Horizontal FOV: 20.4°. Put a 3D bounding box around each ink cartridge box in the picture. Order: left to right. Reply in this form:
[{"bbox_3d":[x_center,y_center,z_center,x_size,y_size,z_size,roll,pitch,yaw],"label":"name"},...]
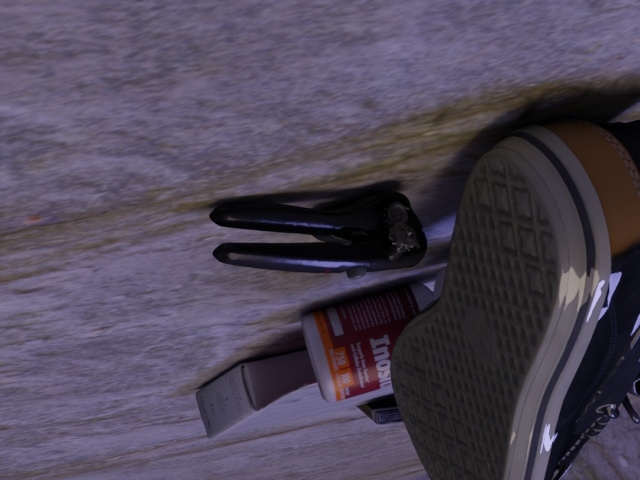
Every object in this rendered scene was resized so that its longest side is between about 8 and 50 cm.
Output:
[{"bbox_3d":[0.040,0.129,1.845,0.275,0.060,0.239,-10,166,-30],"label":"ink cartridge box"}]

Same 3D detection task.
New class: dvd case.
[{"bbox_3d":[0.121,0.178,2.045,0.165,0.018,0.221,-4,-175,-10],"label":"dvd case"}]

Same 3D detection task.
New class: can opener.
[{"bbox_3d":[0.000,0.000,1.205,0.186,0.059,0.073,-5,164,-46],"label":"can opener"}]

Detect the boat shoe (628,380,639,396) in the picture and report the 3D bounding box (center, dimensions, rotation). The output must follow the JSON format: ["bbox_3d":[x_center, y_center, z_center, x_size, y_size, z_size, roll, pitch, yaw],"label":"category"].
[{"bbox_3d":[0.347,0.066,1.760,0.075,0.065,0.206,5,125,-39],"label":"boat shoe"}]

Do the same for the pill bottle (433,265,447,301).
[{"bbox_3d":[0.219,0.048,1.568,0.221,0.121,0.121,-12,167,-18],"label":"pill bottle"}]

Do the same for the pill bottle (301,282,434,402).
[{"bbox_3d":[0.065,0.088,1.628,0.152,0.086,0.086,-17,168,-3],"label":"pill bottle"}]

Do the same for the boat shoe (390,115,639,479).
[{"bbox_3d":[0.167,0.076,1.341,0.156,0.187,0.500,-20,152,-20],"label":"boat shoe"}]
